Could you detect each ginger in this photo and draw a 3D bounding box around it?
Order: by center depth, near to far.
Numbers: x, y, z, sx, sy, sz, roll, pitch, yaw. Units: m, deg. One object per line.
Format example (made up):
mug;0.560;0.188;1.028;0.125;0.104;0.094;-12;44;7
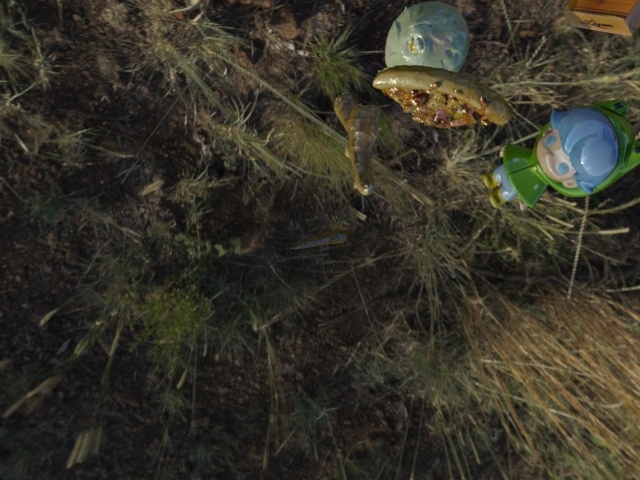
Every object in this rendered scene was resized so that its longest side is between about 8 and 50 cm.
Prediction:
ginger;0.110;-0.275;1.313;0.148;0.333;0.081;-15;162;35

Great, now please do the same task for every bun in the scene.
bun;0.349;-0.633;1.566;0.283;0.179;0.283;7;122;11

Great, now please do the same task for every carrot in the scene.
carrot;0.000;0.000;1.493;0.254;0.049;0.049;-13;123;-45

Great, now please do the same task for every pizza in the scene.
pizza;0.279;-0.323;1.135;0.335;0.226;0.086;13;79;-6

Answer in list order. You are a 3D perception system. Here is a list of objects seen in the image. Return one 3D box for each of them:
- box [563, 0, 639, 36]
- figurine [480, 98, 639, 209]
box;0.663;-0.573;1.021;0.070;0.152;0.237;18;107;-40
figurine;0.426;-0.145;0.862;0.263;0.162;0.143;-26;158;38
